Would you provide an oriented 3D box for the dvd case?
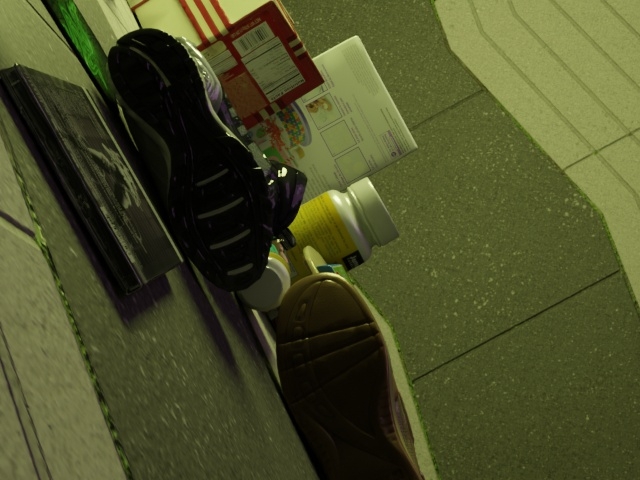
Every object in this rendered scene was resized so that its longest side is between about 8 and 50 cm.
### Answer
[{"bbox_3d":[-0.159,-0.045,0.845,0.165,0.018,0.221,60,2,-3],"label":"dvd case"}]

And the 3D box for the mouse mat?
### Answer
[{"bbox_3d":[-0.249,-0.219,1.184,0.153,0.007,0.190,61,3,-30],"label":"mouse mat"}]

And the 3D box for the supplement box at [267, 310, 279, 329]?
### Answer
[{"bbox_3d":[0.018,0.183,1.570,0.239,0.073,0.130,62,2,2],"label":"supplement box"}]

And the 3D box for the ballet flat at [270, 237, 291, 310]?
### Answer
[{"bbox_3d":[-0.075,0.025,1.564,0.221,0.076,0.079,-105,-174,-62],"label":"ballet flat"}]

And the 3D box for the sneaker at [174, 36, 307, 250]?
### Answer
[{"bbox_3d":[-0.106,-0.101,1.307,0.153,0.101,0.269,22,40,-51],"label":"sneaker"}]

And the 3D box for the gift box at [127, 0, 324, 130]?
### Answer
[{"bbox_3d":[-0.165,-0.372,1.983,0.258,0.255,0.276,63,2,41],"label":"gift box"}]

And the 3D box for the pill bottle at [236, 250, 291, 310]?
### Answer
[{"bbox_3d":[-0.066,0.047,1.348,0.065,0.065,0.116,61,1,-4],"label":"pill bottle"}]

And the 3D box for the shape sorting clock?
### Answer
[{"bbox_3d":[0.035,0.095,1.551,0.206,0.040,0.206,59,6,-10],"label":"shape sorting clock"}]

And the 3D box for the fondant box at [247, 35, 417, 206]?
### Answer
[{"bbox_3d":[-0.022,-0.196,2.150,0.238,0.330,0.096,61,0,-9],"label":"fondant box"}]

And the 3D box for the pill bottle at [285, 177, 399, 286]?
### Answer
[{"bbox_3d":[0.000,0.000,1.680,0.119,0.208,0.119,61,2,-4],"label":"pill bottle"}]

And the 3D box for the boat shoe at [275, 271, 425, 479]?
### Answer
[{"bbox_3d":[0.036,0.201,1.268,0.110,0.121,0.341,69,4,-67],"label":"boat shoe"}]

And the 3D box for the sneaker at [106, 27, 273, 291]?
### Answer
[{"bbox_3d":[-0.123,-0.075,1.143,0.108,0.100,0.272,111,-45,-74],"label":"sneaker"}]
